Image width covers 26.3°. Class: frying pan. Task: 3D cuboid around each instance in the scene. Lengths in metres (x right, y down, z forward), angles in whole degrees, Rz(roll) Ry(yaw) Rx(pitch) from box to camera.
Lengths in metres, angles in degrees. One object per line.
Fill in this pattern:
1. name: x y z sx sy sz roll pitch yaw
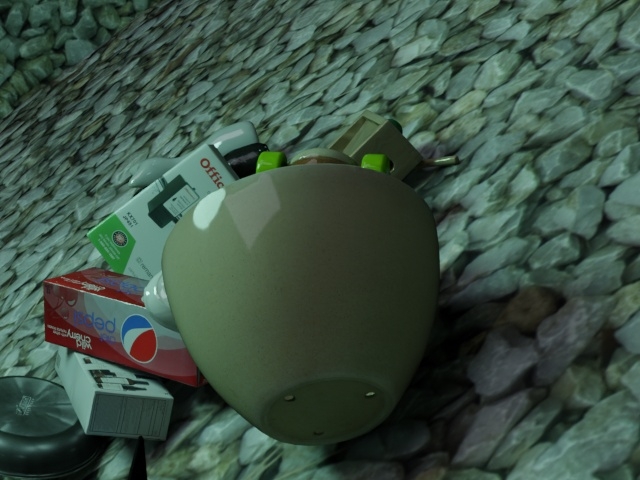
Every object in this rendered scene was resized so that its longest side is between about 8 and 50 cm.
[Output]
1. frying pan: -0.420 0.200 1.695 0.326 0.053 0.197 23 26 16

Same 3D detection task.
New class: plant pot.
1. plant pot: -0.009 0.088 1.345 0.284 0.284 0.191 -27 51 23

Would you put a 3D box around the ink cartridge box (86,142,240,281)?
1. ink cartridge box: -0.188 -0.015 1.866 0.208 0.153 0.087 -38 3 0

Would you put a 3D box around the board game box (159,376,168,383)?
1. board game box: -0.112 0.077 1.765 0.259 0.030 0.136 -34 25 7

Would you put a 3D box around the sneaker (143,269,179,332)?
1. sneaker: -0.049 0.019 1.502 0.305 0.152 0.114 -10 53 0

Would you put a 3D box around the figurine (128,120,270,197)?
1. figurine: -0.181 -0.095 2.014 0.209 0.092 0.215 -16 22 -6

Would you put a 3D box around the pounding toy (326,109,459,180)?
1. pounding toy: 0.080 -0.099 1.760 0.141 0.100 0.130 -44 18 0

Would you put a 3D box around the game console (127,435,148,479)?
1. game console: -0.223 0.288 1.472 0.107 0.071 0.122 -29 24 19

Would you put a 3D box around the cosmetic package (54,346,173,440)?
1. cosmetic package: -0.258 0.173 1.688 0.239 0.099 0.060 -145 67 -66

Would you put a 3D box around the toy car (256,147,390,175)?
1. toy car: 0.000 0.000 1.622 0.155 0.149 0.188 2 60 11

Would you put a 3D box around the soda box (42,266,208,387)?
1. soda box: -0.217 0.101 1.658 0.263 0.083 0.092 11 18 36
